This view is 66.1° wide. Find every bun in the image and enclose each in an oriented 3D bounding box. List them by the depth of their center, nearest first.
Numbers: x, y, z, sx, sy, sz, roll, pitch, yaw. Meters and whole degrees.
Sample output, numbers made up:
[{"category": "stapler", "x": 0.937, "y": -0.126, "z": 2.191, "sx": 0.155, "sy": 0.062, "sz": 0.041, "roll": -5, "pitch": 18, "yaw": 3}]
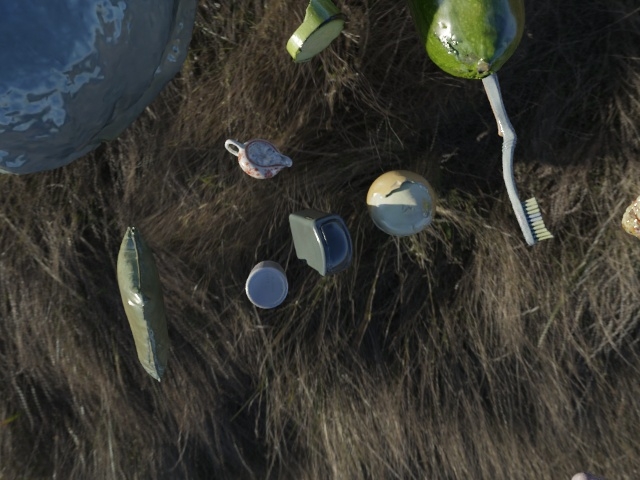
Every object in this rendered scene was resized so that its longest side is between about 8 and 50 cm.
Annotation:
[{"category": "bun", "x": -0.256, "y": -0.204, "z": 0.449, "sx": 0.362, "sy": 0.361, "sz": 0.211, "roll": -34, "pitch": 139, "yaw": 13}]

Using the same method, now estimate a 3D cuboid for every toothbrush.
[{"category": "toothbrush", "x": 0.239, "y": -0.176, "z": 0.662, "sx": 0.037, "sy": 0.028, "sz": 0.374, "roll": -17, "pitch": 80, "yaw": 24}]

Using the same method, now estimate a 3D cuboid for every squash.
[{"category": "squash", "x": 0.087, "y": -0.275, "z": 0.382, "sx": 0.087, "sy": 0.087, "sz": 0.331, "roll": -13, "pitch": 81, "yaw": 5}, {"category": "squash", "x": -0.033, "y": -0.680, "z": 1.578, "sx": 0.220, "sy": 0.220, "sz": 0.133, "roll": -43, "pitch": 95, "yaw": 16}]

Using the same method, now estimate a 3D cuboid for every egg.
[{"category": "egg", "x": 0.240, "y": -0.117, "z": 1.486, "sx": 0.201, "sy": 0.244, "sz": 0.200, "roll": -1, "pitch": 108, "yaw": -3}]

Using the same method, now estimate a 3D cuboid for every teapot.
[{"category": "teapot", "x": -0.230, "y": -0.302, "z": 1.793, "sx": 0.246, "sy": 0.116, "sz": 0.159, "roll": 17, "pitch": 71, "yaw": -12}]

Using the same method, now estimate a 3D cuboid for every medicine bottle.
[{"category": "medicine bottle", "x": -0.177, "y": 0.137, "z": 1.647, "sx": 0.131, "sy": 0.341, "sz": 0.130, "roll": 0, "pitch": 92, "yaw": -6}]

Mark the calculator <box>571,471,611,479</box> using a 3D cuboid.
[{"category": "calculator", "x": 0.379, "y": 0.353, "z": 0.600, "sx": 0.175, "sy": 0.100, "sz": 0.032, "roll": 18, "pitch": 146, "yaw": 1}]

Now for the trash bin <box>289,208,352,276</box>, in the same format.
[{"category": "trash bin", "x": 0.000, "y": 0.000, "z": 1.456, "sx": 0.101, "sy": 0.236, "sz": 0.176, "roll": -20, "pitch": 110, "yaw": -22}]

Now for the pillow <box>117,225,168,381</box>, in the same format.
[{"category": "pillow", "x": -0.345, "y": 0.130, "z": 0.965, "sx": 0.075, "sy": 0.184, "sz": 0.302, "roll": -10, "pitch": 140, "yaw": -20}]

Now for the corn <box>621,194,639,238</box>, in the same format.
[{"category": "corn", "x": 0.515, "y": -0.091, "z": 0.668, "sx": 0.080, "sy": 0.079, "sz": 0.237, "roll": 18, "pitch": 128, "yaw": -8}]
